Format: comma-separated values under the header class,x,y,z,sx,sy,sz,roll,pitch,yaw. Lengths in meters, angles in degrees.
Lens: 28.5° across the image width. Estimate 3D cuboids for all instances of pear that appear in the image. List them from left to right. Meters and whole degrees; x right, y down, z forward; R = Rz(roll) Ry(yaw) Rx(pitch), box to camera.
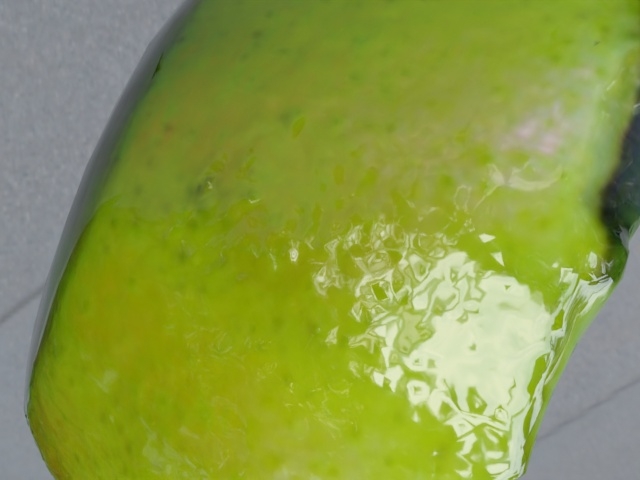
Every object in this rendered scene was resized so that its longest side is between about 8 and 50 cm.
class,x,y,z,sx,sy,sz,roll,pitch,yaw
pear,-0.005,0.002,0.524,0.165,0.398,0.398,23,128,-2
